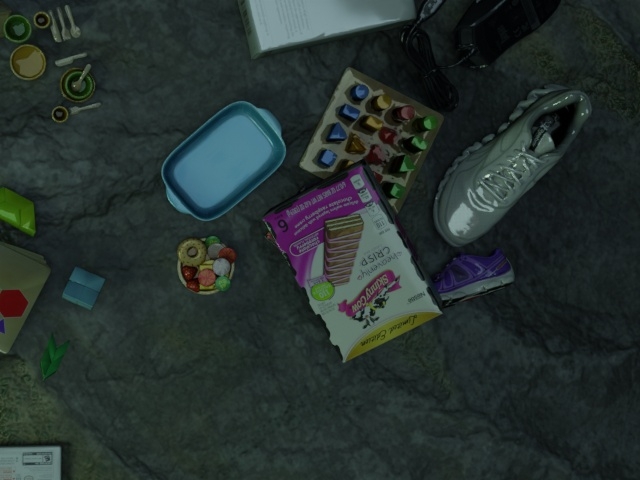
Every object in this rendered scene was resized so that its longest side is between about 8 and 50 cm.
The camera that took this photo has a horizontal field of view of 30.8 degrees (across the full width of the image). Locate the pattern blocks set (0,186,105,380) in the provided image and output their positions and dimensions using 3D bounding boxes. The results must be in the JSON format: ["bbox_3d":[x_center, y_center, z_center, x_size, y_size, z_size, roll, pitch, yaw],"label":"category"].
[{"bbox_3d":[-0.464,0.055,1.525,0.325,0.026,0.285,34,60,-5],"label":"pattern blocks set"}]

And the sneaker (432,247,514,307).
[{"bbox_3d":[0.194,0.055,1.682,0.170,0.068,0.071,-16,76,-15],"label":"sneaker"}]

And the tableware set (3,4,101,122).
[{"bbox_3d":[-0.364,-0.237,1.574,0.104,0.024,0.154,-18,105,-13],"label":"tableware set"}]

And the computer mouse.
[{"bbox_3d":[0.215,-0.323,1.636,0.262,0.060,0.184,-44,136,-1],"label":"computer mouse"}]

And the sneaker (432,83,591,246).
[{"bbox_3d":[0.272,-0.111,1.654,0.110,0.118,0.292,42,87,-10],"label":"sneaker"}]

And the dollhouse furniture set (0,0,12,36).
[{"bbox_3d":[-0.528,-0.252,1.555,0.101,0.161,0.182,40,40,24],"label":"dollhouse furniture set"}]

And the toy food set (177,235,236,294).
[{"bbox_3d":[-0.160,0.035,1.634,0.083,0.020,0.083,-2,92,-10],"label":"toy food set"}]

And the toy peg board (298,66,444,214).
[{"bbox_3d":[0.079,-0.142,1.639,0.161,0.079,0.161,26,87,-9],"label":"toy peg board"}]

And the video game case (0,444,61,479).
[{"bbox_3d":[-0.437,0.354,1.600,0.157,0.019,0.143,1,92,-10],"label":"video game case"}]

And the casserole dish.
[{"bbox_3d":[-0.136,-0.111,1.626,0.188,0.037,0.114,-41,98,-5],"label":"casserole dish"}]

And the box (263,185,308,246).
[{"bbox_3d":[0.000,0.000,1.656,0.137,0.027,0.094,38,87,-9],"label":"box"}]

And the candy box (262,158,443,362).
[{"bbox_3d":[0.046,0.028,1.595,0.159,0.071,0.233,-28,98,11],"label":"candy box"}]

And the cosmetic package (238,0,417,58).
[{"bbox_3d":[0.006,-0.335,1.620,0.231,0.085,0.117,-13,94,-11],"label":"cosmetic package"}]
